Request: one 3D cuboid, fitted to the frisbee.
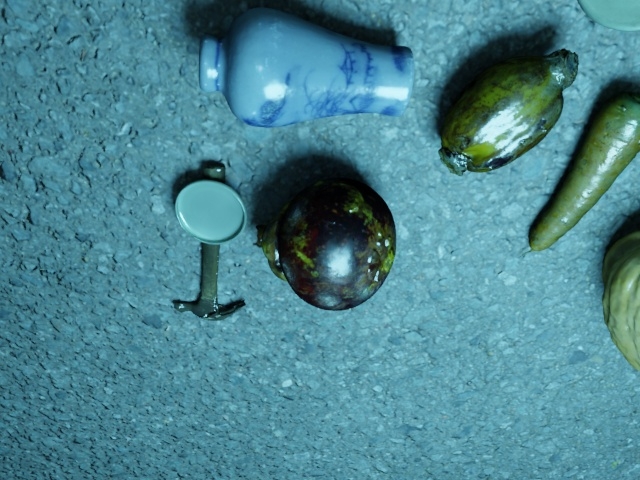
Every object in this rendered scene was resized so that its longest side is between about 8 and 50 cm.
[{"bbox_3d":[-0.164,-0.042,0.836,0.110,0.014,0.110,3,122,5],"label":"frisbee"}]

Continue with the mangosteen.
[{"bbox_3d":[0.000,0.000,0.810,0.217,0.192,0.192,13,128,31],"label":"mangosteen"}]

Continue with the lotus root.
[{"bbox_3d":[0.239,-0.168,0.722,0.120,0.120,0.209,39,115,-21],"label":"lotus root"}]

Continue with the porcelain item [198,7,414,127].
[{"bbox_3d":[-0.019,-0.210,0.692,0.259,0.141,0.141,1,123,-9],"label":"porcelain item"}]

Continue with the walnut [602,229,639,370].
[{"bbox_3d":[0.534,0.085,0.820,0.224,0.257,0.257,-34,121,-15],"label":"walnut"}]

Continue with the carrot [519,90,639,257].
[{"bbox_3d":[0.376,-0.076,0.809,0.078,0.078,0.298,16,127,-8],"label":"carrot"}]

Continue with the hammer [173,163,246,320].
[{"bbox_3d":[-0.176,0.011,0.895,0.125,0.027,0.297,7,122,-2],"label":"hammer"}]

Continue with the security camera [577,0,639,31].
[{"bbox_3d":[0.402,-0.302,0.561,0.301,0.080,0.157,10,116,43],"label":"security camera"}]
